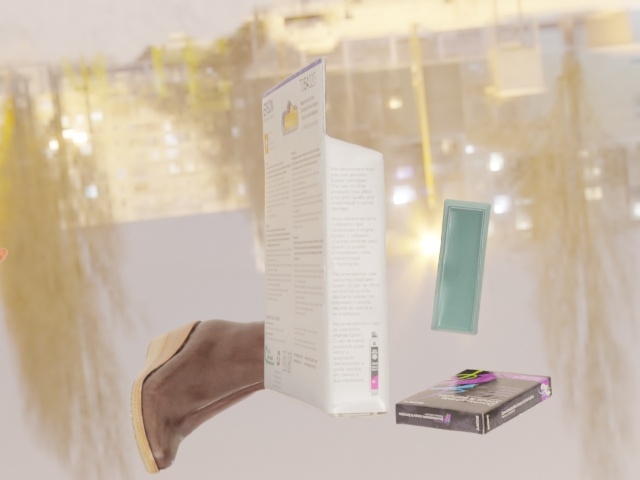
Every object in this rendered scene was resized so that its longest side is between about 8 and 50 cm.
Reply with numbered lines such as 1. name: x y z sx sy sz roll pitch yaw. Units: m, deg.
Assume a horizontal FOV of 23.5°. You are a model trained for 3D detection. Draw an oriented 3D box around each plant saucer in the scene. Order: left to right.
1. plant saucer: 0.199 0.039 2.182 0.067 0.192 0.018 6 -172 6

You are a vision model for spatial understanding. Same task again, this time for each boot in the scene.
1. boot: -0.126 0.183 1.942 0.206 0.090 0.248 -9 -143 9

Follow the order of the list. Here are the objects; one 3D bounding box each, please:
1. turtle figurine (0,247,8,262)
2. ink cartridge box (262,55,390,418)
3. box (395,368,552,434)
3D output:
1. turtle figurine: -0.448 -0.012 1.637 0.217 0.087 0.269 32 156 -26
2. ink cartridge box: 0.000 0.000 1.540 0.071 0.330 0.324 1 179 -12
3. box: 0.175 0.181 1.744 0.116 0.029 0.162 2 -167 35
